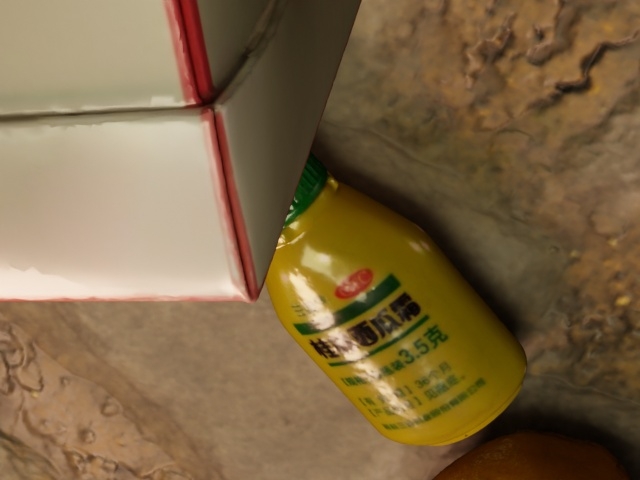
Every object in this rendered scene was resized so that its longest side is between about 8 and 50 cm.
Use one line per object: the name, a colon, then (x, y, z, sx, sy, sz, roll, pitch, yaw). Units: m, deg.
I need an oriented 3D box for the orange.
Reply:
orange: (0.117, 0.174, 1.075, 0.154, 0.134, 0.155, 18, 152, 10)

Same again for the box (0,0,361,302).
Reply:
box: (-0.159, -0.179, 0.736, 0.312, 0.314, 0.300, -1, 124, 14)

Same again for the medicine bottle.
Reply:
medicine bottle: (0.000, 0.000, 1.000, 0.095, 0.064, 0.260, -27, 117, 29)
